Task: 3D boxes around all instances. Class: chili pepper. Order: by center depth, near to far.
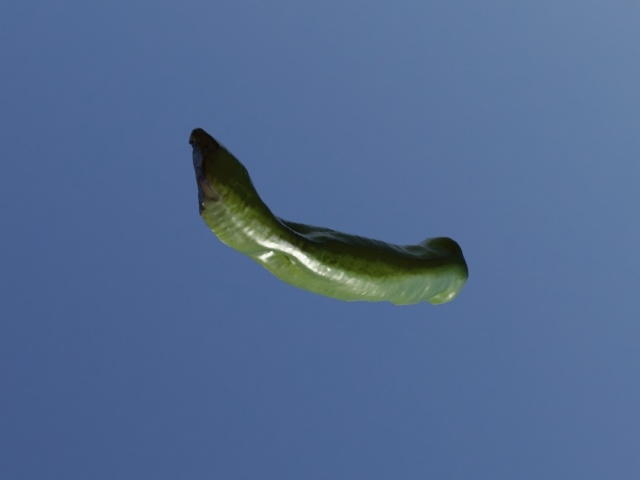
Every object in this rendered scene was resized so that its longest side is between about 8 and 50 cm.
[{"bbox_3d":[0.000,0.000,1.002,0.202,0.050,0.052,21,-153,-41],"label":"chili pepper"}]
